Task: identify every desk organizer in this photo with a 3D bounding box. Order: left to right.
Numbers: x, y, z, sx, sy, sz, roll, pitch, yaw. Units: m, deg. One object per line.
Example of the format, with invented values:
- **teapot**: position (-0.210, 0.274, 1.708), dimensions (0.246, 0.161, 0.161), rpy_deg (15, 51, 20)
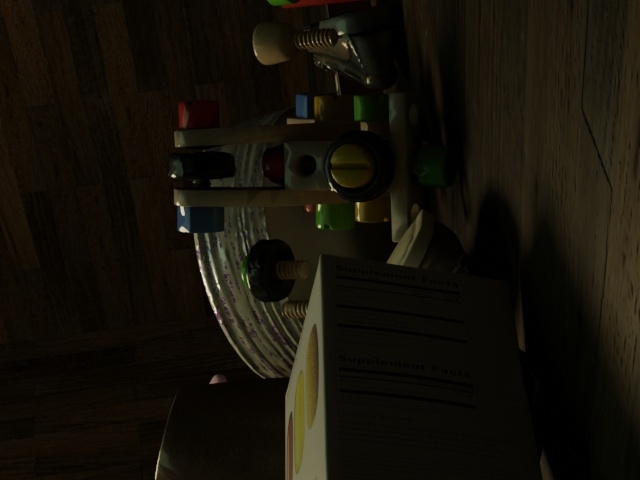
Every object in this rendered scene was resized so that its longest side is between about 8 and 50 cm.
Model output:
- **desk organizer**: position (0.039, -0.221, 1.925), dimensions (0.047, 0.050, 0.130), rpy_deg (95, 167, -79)

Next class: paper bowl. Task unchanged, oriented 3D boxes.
- **paper bowl**: position (0.000, 0.000, 1.682), dimensions (0.284, 0.148, 0.284), rpy_deg (37, -134, -51)

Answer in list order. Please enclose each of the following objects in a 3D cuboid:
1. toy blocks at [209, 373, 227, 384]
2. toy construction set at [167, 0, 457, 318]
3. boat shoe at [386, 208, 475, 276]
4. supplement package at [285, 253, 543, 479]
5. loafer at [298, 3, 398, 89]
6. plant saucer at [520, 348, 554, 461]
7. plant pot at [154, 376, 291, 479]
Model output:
- **toy blocks**: position (-0.006, 0.274, 2.026), dimensions (0.288, 0.309, 0.260), rpy_deg (-102, 16, -68)
- **toy construction set**: position (0.033, -0.105, 1.425), dimensions (0.257, 0.237, 0.308), rpy_deg (33, -119, -53)
- **boat shoe**: position (0.084, 0.064, 1.283), dimensions (0.116, 0.097, 0.324), rpy_deg (-58, -5, -15)
- **supplement package**: position (0.053, 0.140, 1.037), dimensions (0.244, 0.134, 0.139), rpy_deg (-92, 13, -54)
- **loafer**: position (0.033, -0.197, 1.718), dimensions (0.267, 0.096, 0.084), rpy_deg (-135, 32, -83)
- **plant saucer**: position (0.122, 0.170, 1.066), dimensions (0.067, 0.018, 0.192), rpy_deg (-107, 25, -72)
- **plant pot**: position (-0.035, 0.217, 1.567), dimensions (0.215, 0.230, 0.215), rpy_deg (12, -90, -88)
